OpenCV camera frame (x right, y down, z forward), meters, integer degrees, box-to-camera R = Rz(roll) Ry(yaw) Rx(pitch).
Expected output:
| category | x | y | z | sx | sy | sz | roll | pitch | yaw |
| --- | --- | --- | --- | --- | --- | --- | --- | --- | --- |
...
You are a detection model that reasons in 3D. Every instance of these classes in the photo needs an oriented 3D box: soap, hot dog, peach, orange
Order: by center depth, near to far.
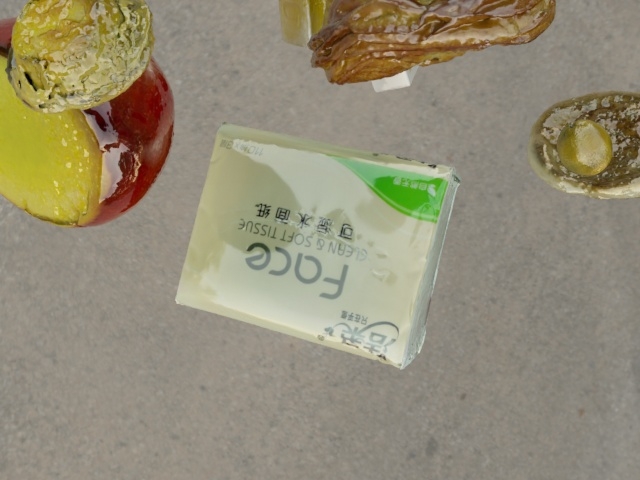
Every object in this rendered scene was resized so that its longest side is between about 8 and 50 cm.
| category | x | y | z | sx | sy | sz | roll | pitch | yaw |
| --- | --- | --- | --- | --- | --- | --- | --- | --- | --- |
| hot dog | 0.090 | -0.242 | 0.597 | 0.114 | 0.259 | 0.175 | 41 | 51 | -50 |
| peach | -0.296 | -0.151 | 0.735 | 0.245 | 0.275 | 0.248 | -52 | 153 | -21 |
| orange | 0.426 | -0.151 | 0.976 | 0.085 | 0.085 | 0.095 | -48 | 111 | -12 |
| soap | -0.027 | -0.472 | 1.077 | 0.073 | 0.140 | 0.232 | -14 | 117 | -22 |

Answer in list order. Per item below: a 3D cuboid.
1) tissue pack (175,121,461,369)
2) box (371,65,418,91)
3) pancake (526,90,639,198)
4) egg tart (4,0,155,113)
| category | x | y | z | sx | sy | sz | roll | pitch | yaw |
| --- | --- | --- | --- | --- | --- | --- | --- | --- | --- |
| tissue pack | 0.000 | 0.000 | 1.022 | 0.405 | 0.205 | 0.331 | 13 | 89 | 17 |
| box | 0.123 | -0.363 | 0.968 | 0.233 | 0.067 | 0.149 | -64 | 142 | -42 |
| pancake | 0.516 | -0.182 | 1.098 | 0.282 | 0.282 | 0.049 | -46 | 139 | -13 |
| egg tart | -0.193 | -0.157 | 0.473 | 0.130 | 0.130 | 0.052 | -53 | 159 | -10 |
